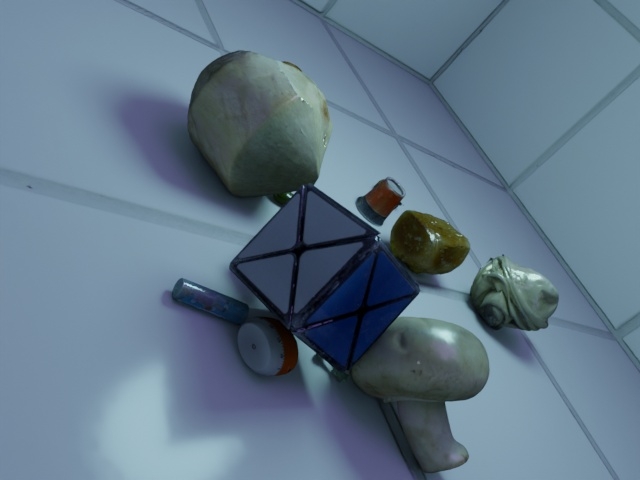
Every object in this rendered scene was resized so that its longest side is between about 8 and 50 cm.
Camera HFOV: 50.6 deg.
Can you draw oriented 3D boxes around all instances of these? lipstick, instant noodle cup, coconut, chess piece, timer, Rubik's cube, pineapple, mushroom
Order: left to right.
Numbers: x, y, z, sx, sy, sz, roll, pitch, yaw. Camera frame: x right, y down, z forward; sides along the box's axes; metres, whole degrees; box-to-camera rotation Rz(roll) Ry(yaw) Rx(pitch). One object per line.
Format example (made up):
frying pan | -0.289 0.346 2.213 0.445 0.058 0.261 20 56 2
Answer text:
lipstick | -0.223 0.125 1.381 0.158 0.048 0.048 27 31 -31
coconut | -0.137 -0.293 1.776 0.415 0.344 0.415 30 28 -18
timer | -0.098 0.215 1.375 0.136 0.099 0.136 45 24 -27
Rubik's cube | 0.012 0.077 1.412 0.255 0.260 0.259 41 -7 40
chess piece | 0.031 0.280 1.522 0.093 0.042 0.042 54 28 10
instant noodle cup | 0.208 -0.136 2.260 0.127 0.136 0.127 33 29 -22
pineapple | 0.250 -0.165 2.461 0.124 0.058 0.058 49 26 -2
mushroom | 0.246 0.296 1.516 0.356 0.315 0.315 39 26 7

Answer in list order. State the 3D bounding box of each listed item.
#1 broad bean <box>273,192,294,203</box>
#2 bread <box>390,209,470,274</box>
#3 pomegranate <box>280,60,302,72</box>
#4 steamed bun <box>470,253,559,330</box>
broad bean | -0.035 -0.088 1.955 0.256 0.052 0.052 31 71 -30
bread | 0.349 0.021 2.189 0.246 0.176 0.195 9 30 -45
pomegranate | -0.134 -0.479 2.205 0.207 0.207 0.207 33 28 -21
steamed bun | 0.636 0.209 2.272 0.280 0.207 0.268 35 -18 24
